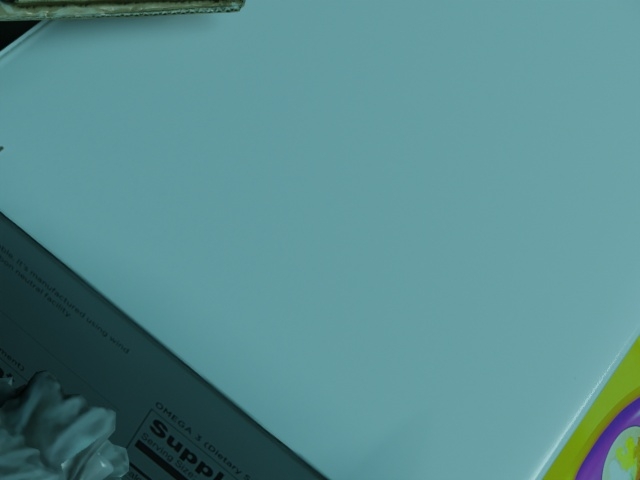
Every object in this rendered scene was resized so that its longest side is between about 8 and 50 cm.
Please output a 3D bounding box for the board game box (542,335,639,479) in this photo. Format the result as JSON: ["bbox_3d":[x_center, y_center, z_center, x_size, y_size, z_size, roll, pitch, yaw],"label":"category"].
[{"bbox_3d":[0.131,0.161,0.815,0.254,0.079,0.336,-44,112,-43],"label":"board game box"}]

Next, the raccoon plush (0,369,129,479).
[{"bbox_3d":[-0.189,0.121,0.464,0.216,0.299,0.446,-16,61,-33],"label":"raccoon plush"}]

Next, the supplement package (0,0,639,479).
[{"bbox_3d":[0.000,0.000,0.613,0.204,0.145,0.262,39,48,5],"label":"supplement package"}]

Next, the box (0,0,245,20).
[{"bbox_3d":[-0.136,-0.132,0.543,0.164,0.021,0.201,-8,46,-37],"label":"box"}]
